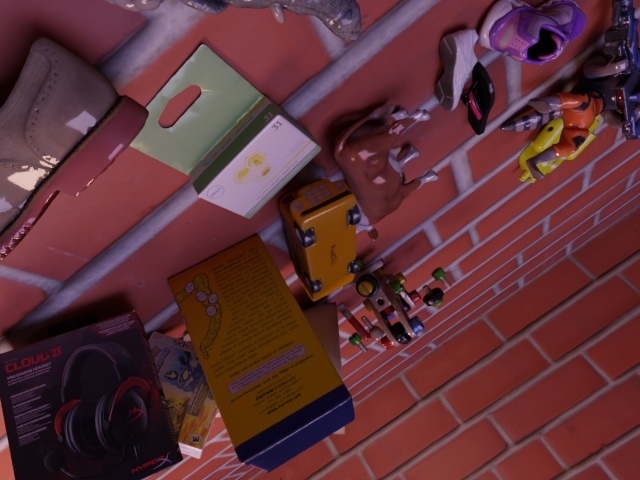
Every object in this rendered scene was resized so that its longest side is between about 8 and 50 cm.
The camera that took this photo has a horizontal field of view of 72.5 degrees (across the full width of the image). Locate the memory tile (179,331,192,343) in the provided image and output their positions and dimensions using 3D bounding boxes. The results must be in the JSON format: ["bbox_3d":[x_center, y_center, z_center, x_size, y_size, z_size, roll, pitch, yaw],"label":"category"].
[{"bbox_3d":[-0.268,0.228,1.043,0.113,0.012,0.148,-42,148,14],"label":"memory tile"}]

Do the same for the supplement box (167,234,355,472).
[{"bbox_3d":[-0.110,0.205,0.815,0.195,0.356,0.194,-28,149,-10],"label":"supplement box"}]

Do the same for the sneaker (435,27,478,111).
[{"bbox_3d":[0.236,-0.286,0.743,0.061,0.053,0.152,-30,149,-12],"label":"sneaker"}]

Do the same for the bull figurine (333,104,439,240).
[{"bbox_3d":[0.118,-0.123,0.822,0.188,0.101,0.310,-37,152,-2],"label":"bull figurine"}]

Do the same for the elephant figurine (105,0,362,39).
[{"bbox_3d":[-0.090,-0.263,0.381,0.170,0.185,0.239,-9,-170,27],"label":"elephant figurine"}]

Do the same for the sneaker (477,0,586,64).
[{"bbox_3d":[0.382,-0.347,0.744,0.237,0.104,0.095,-17,145,-28],"label":"sneaker"}]

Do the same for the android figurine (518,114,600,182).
[{"bbox_3d":[0.637,-0.265,1.158,0.248,0.056,0.272,0,135,-44],"label":"android figurine"}]

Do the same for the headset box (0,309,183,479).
[{"bbox_3d":[-0.380,0.268,0.723,0.218,0.293,0.110,-17,161,-21],"label":"headset box"}]

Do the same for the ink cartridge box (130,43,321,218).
[{"bbox_3d":[-0.127,-0.134,0.617,0.171,0.056,0.235,-41,151,14],"label":"ink cartridge box"}]

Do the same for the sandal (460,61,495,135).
[{"bbox_3d":[0.293,-0.258,0.830,0.040,0.067,0.179,-22,153,3],"label":"sandal"}]

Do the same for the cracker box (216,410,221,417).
[{"bbox_3d":[-0.225,0.465,1.371,0.232,0.067,0.156,-37,151,8],"label":"cracker box"}]

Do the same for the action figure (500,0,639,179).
[{"bbox_3d":[0.567,-0.339,0.940,0.330,0.178,0.341,-35,123,-11],"label":"action figure"}]

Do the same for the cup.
[{"bbox_3d":[-0.065,0.334,1.140,0.237,0.331,0.331,-4,147,1],"label":"cup"}]

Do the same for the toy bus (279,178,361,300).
[{"bbox_3d":[0.000,0.000,0.851,0.108,0.130,0.332,-26,149,-12],"label":"toy bus"}]

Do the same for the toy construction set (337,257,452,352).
[{"bbox_3d":[0.145,0.155,1.208,0.309,0.237,0.257,-38,-175,42],"label":"toy construction set"}]

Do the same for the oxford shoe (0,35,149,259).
[{"bbox_3d":[-0.352,-0.070,0.468,0.348,0.123,0.130,-38,123,9],"label":"oxford shoe"}]

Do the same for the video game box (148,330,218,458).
[{"bbox_3d":[-0.287,0.295,0.862,0.187,0.205,0.048,18,130,-3],"label":"video game box"}]
